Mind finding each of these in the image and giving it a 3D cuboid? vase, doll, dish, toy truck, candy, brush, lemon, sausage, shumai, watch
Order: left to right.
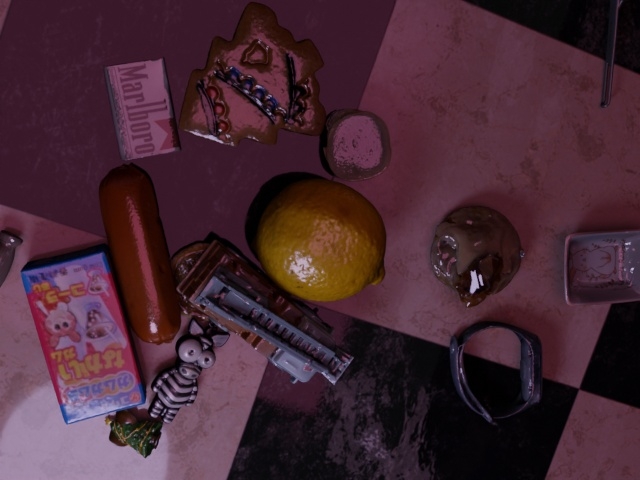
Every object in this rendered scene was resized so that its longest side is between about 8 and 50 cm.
[{"bbox_3d":[-0.590,0.033,1.572,0.053,0.053,0.100,28,88,-13],"label":"vase"},{"bbox_3d":[-0.437,0.174,1.596,0.157,0.100,0.305,-14,101,-9],"label":"candy"},{"bbox_3d":[-0.364,0.374,1.647,0.113,0.076,0.078,17,103,-11],"label":"doll"},{"bbox_3d":[-0.336,0.033,1.593,0.097,0.094,0.348,-10,100,13],"label":"sausage"},{"bbox_3d":[-0.260,0.251,1.654,0.091,0.067,0.219,29,90,-20],"label":"doll"},{"bbox_3d":[-0.093,0.156,1.598,0.338,0.184,0.133,39,88,-21],"label":"toy truck"},{"bbox_3d":[0.008,0.002,1.589,0.254,0.228,0.228,13,95,-15],"label":"lemon"},{"bbox_3d":[0.318,0.034,1.704,0.201,0.120,0.201,-1,100,-8],"label":"shumai"},{"bbox_3d":[0.362,0.272,1.772,0.193,0.068,0.206,0,94,-7],"label":"watch"},{"bbox_3d":[0.607,0.050,1.785,0.234,0.064,0.154,-3,98,-9],"label":"dish"},{"bbox_3d":[0.594,-0.402,1.732,0.027,0.062,0.266,-1,103,-16],"label":"brush"}]

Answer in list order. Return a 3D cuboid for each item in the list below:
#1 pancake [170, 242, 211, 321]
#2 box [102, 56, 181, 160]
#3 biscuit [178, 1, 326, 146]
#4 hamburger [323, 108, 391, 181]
[{"bbox_3d":[-0.225,0.083,1.656,0.158,0.028,0.158,-2,101,-11],"label":"pancake"},{"bbox_3d":[-0.331,-0.245,1.590,0.115,0.036,0.177,-11,99,-9],"label":"box"},{"bbox_3d":[-0.132,-0.280,1.616,0.301,0.043,0.278,-34,102,-4],"label":"biscuit"},{"bbox_3d":[0.072,-0.186,1.658,0.133,0.062,0.140,-5,101,-6],"label":"hamburger"}]
